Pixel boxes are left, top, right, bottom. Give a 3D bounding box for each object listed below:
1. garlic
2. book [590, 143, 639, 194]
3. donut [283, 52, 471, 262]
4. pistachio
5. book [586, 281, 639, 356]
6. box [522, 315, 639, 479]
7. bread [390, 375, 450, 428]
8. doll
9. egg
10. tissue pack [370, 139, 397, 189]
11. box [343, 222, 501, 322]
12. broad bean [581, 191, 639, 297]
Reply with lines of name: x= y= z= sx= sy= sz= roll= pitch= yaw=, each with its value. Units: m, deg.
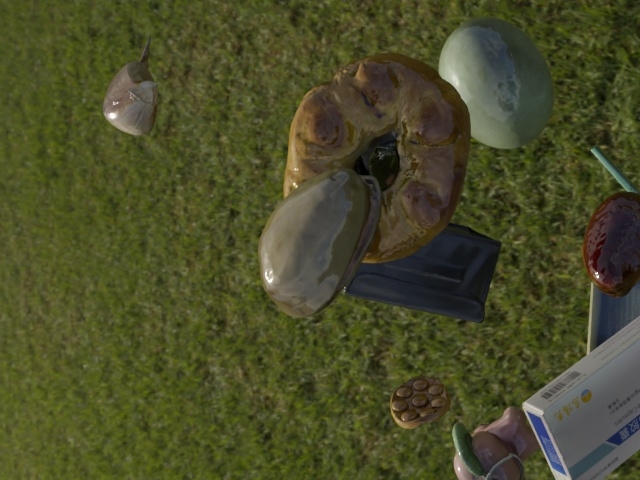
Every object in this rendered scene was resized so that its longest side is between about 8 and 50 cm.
garlic: x=-0.321 y=-0.265 z=1.294 sx=0.128 sy=0.091 sz=0.198 roll=-55 pitch=26 yaw=29
book: x=0.585 y=-0.135 z=1.457 sx=0.017 sy=0.103 sz=0.135 roll=-43 pitch=83 yaw=23
donut: x=0.092 y=-0.125 z=1.166 sx=0.317 sy=0.150 sz=0.299 roll=-38 pitch=92 yaw=8
pistachio: x=0.000 y=0.000 z=0.831 sx=0.124 sy=0.124 sz=0.185 roll=51 pitch=118 yaw=32
book: x=0.733 y=0.184 z=1.566 sx=0.323 sy=0.018 sz=0.228 roll=8 pitch=75 yaw=4
box: x=0.548 y=0.287 z=1.352 sx=0.200 sy=0.343 sz=0.065 roll=63 pitch=165 yaw=-17
bread: x=0.174 y=0.283 z=1.291 sx=0.110 sy=0.110 sz=0.024 roll=22 pitch=145 yaw=44
doll: x=0.456 y=0.571 z=1.919 sx=0.216 sy=0.268 sz=0.284 roll=-41 pitch=86 yaw=19
egg: x=0.438 y=-0.386 z=1.833 sx=0.258 sy=0.258 sz=0.352 roll=-15 pitch=123 yaw=46
tissue pack: x=0.221 y=-0.245 z=2.057 sx=0.332 sy=0.245 sz=0.123 roll=78 pitch=174 yaw=-63
box: x=0.229 y=0.045 z=1.830 sx=0.251 sy=0.345 sz=0.204 roll=-122 pitch=45 yaw=-78
broad bean: x=0.468 y=0.002 z=1.149 sx=0.114 sy=0.084 sz=0.165 roll=26 pitch=84 yaw=25
